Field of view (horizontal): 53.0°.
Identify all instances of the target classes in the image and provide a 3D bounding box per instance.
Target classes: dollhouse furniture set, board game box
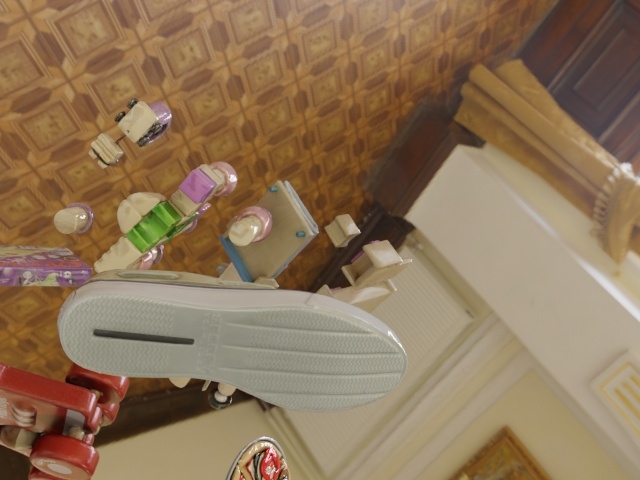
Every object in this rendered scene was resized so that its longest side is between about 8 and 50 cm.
[{"bbox_3d":[0.000,0.000,1.246,0.198,0.303,0.286,-9,150,-51],"label":"dollhouse furniture set"},{"bbox_3d":[-0.679,0.049,1.331,0.346,0.208,0.056,4,104,-37],"label":"board game box"}]

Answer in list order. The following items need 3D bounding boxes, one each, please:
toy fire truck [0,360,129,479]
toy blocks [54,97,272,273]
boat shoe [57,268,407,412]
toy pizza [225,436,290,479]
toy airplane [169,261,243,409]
[{"bbox_3d":[-0.474,0.288,1.054,0.253,0.170,0.302,22,141,-11],"label":"toy fire truck"},{"bbox_3d":[-0.273,-0.052,1.175,0.288,0.309,0.260,-42,-177,11],"label":"toy blocks"},{"bbox_3d":[-0.069,0.074,0.570,0.302,0.094,0.109,14,110,-15],"label":"boat shoe"},{"bbox_3d":[-0.093,0.414,1.008,0.032,0.202,0.201,-2,165,27],"label":"toy pizza"},{"bbox_3d":[-0.281,0.226,1.698,0.272,0.385,0.385,-28,110,-55],"label":"toy airplane"}]
